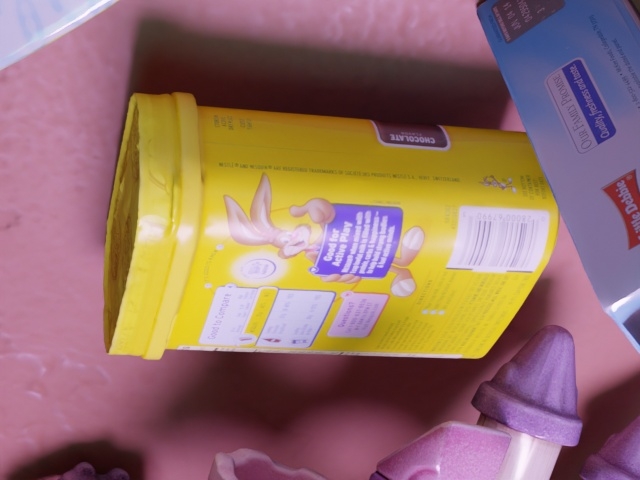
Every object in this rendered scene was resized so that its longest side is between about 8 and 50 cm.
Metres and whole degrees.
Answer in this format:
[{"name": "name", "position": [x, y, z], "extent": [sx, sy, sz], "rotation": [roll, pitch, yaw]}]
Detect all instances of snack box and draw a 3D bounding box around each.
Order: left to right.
[{"name": "snack box", "position": [0.186, 0.042, 0.556], "extent": [0.060, 0.187, 0.322], "rotation": [-32, 127, 17]}]

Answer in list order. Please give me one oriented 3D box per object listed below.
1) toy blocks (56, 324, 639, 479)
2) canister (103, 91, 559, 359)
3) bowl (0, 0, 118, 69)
[{"name": "toy blocks", "position": [0.047, 0.150, 0.635], "extent": [0.289, 0.309, 0.260], "rotation": [16, 95, -36]}, {"name": "canister", "position": [0.000, 0.000, 0.554], "extent": [0.170, 0.073, 0.126], "rotation": [3, 145, -15]}, {"name": "bowl", "position": [-0.140, -0.148, 0.342], "extent": [0.289, 0.289, 0.156], "rotation": [-32, 84, 17]}]
